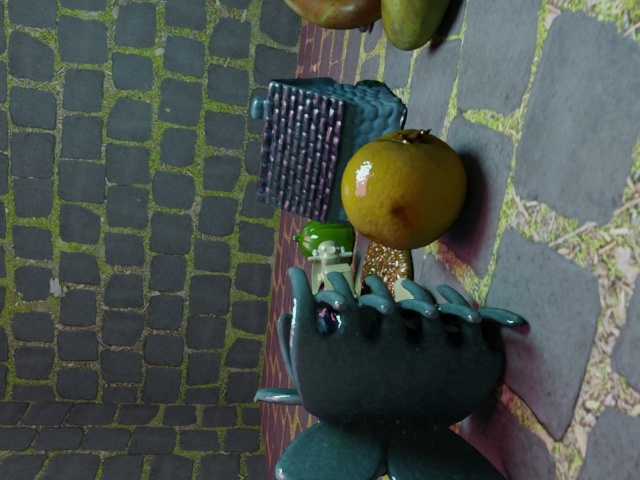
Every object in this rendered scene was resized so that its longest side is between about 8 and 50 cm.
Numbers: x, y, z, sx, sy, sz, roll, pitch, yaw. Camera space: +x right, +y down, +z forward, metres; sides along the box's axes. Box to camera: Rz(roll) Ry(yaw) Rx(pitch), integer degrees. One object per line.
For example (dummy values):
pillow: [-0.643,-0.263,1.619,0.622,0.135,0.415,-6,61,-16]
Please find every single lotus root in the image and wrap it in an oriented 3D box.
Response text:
lotus root: [0.000,0.000,1.634,0.186,0.186,0.186,-175,90,-79]

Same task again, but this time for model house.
model house: [-0.014,-0.221,1.377,0.297,0.339,0.360,-107,24,-57]

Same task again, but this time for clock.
clock: [0.043,0.151,1.429,0.379,0.120,0.276,-123,27,-79]

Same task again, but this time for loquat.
loquat: [0.137,-0.085,0.908,0.208,0.208,0.208,-175,90,-79]

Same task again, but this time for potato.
potato: [0.180,-0.496,1.011,0.176,0.141,0.298,-85,7,-51]

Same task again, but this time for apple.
apple: [0.054,-0.654,1.256,0.305,0.338,0.338,-67,-9,-57]

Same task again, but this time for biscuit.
biscuit: [0.137,0.106,1.236,0.305,0.038,0.305,-175,90,-79]

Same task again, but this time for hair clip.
hair clip: [0.089,0.181,0.767,0.392,0.318,0.238,-140,59,-76]

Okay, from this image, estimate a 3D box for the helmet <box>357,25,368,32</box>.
helmet: [0.127,-0.640,1.563,0.065,0.049,0.084,32,151,40]

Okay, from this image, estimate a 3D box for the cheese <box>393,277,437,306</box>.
cheese: [0.181,0.135,0.980,0.235,0.050,0.127,-178,91,-71]
